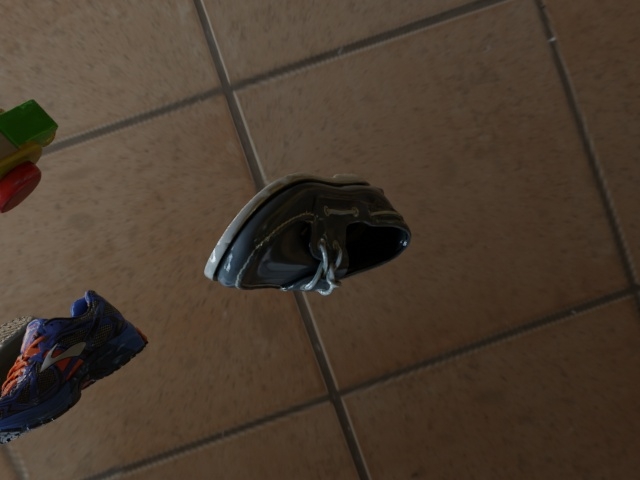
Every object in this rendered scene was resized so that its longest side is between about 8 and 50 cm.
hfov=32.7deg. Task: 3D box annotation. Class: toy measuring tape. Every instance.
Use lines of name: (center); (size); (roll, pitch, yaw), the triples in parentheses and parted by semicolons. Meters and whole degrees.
toy measuring tape: (-0.392, -0.062, 1.147); (0.121, 0.330, 0.121); (11, 118, 21)

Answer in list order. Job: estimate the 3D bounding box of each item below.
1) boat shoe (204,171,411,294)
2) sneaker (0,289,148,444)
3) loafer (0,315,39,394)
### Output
boat shoe: (0.000, 0.000, 1.127); (0.099, 0.319, 0.116); (38, 114, 17)
sneaker: (-0.264, 0.122, 1.042); (0.083, 0.221, 0.087); (-31, 96, 36)
loafer: (-0.399, 0.188, 1.252); (0.251, 0.094, 0.087); (-43, 114, -36)
